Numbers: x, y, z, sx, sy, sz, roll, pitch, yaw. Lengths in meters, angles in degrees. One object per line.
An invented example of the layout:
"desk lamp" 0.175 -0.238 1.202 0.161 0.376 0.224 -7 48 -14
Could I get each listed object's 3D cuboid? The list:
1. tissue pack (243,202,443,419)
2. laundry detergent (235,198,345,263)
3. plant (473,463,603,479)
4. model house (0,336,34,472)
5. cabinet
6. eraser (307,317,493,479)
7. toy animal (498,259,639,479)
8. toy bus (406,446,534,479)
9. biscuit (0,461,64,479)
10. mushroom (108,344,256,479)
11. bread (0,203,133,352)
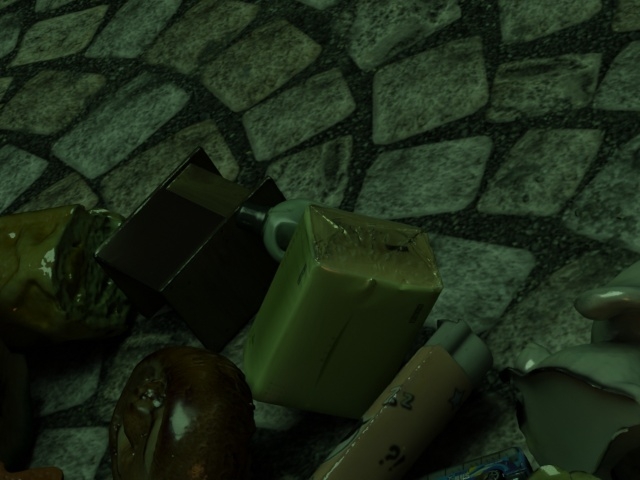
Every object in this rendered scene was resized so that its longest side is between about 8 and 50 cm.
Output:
"tissue pack" 0.023 0.087 2.021 0.125 0.159 0.234 -99 28 -49
"laundry detergent" 0.000 0.000 2.216 0.226 0.070 0.099 19 66 4
"plant" 0.174 0.317 1.657 0.306 0.261 0.297 -5 42 14
"model house" -0.591 0.199 2.277 0.382 0.342 0.334 -7 48 11
"cabinet" -0.153 0.013 2.338 0.215 0.148 0.175 -48 40 -16
"eraser" 0.069 0.228 1.941 0.290 0.087 0.171 -47 -5 -21
"toy animal" 0.321 0.134 1.826 0.174 0.249 0.289 44 35 21
"toy bus" 0.161 0.272 1.895 0.153 0.051 0.061 -20 32 15
"biscuit" -0.372 0.359 2.080 0.306 0.043 0.284 26 48 20
"mushroom" -0.163 0.243 2.022 0.153 0.253 0.253 7 31 -20
"bread" -0.398 0.061 2.418 0.252 0.196 0.238 -6 46 35
